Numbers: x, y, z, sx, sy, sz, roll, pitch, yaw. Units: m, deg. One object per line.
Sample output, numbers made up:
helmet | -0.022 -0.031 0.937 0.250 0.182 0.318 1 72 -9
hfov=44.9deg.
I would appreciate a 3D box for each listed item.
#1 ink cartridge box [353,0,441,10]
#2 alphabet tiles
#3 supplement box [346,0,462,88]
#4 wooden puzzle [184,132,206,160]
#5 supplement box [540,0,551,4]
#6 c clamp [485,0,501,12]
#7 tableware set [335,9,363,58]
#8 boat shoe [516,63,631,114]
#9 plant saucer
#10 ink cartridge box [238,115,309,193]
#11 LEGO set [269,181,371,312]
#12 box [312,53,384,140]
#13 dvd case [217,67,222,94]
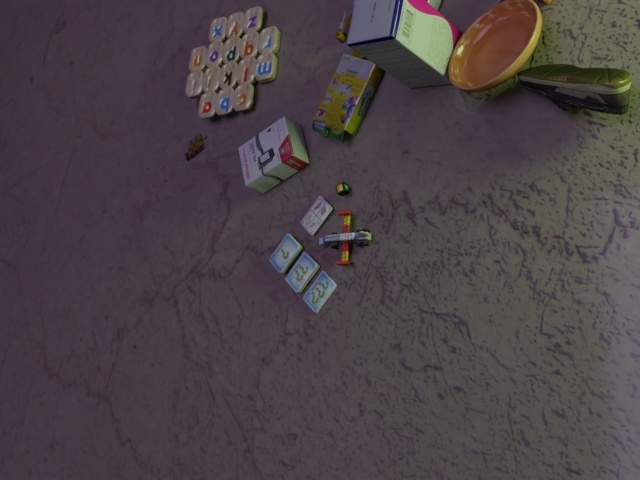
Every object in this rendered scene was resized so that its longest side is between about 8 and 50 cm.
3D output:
ink cartridge box | 0.188 -0.578 1.630 0.206 0.045 0.208 21 89 43
alphabet tiles | -0.221 -0.441 1.934 0.284 0.021 0.277 -5 73 33
supplement box | 0.164 -0.384 1.469 0.114 0.220 0.111 2 77 42
wooden puzzle | -0.320 -0.242 1.980 0.083 0.006 0.049 -34 57 28
supplement box | 0.436 -0.550 1.387 0.078 0.080 0.233 41 102 38
c clamp | 0.347 -0.536 1.495 0.137 0.022 0.160 -33 58 29
tableware set | 0.094 -0.443 1.684 0.154 0.024 0.104 25 96 41
boat shoe | 0.422 -0.252 1.304 0.224 0.080 0.073 24 134 54
plant saucer | 0.323 -0.352 1.415 0.200 0.037 0.199 -34 39 32
ink cartridge box | -0.107 -0.191 1.744 0.151 0.063 0.109 -29 59 30
LEGO set | 0.000 0.000 1.598 0.244 0.060 0.182 -53 54 14
box | 0.056 -0.301 1.655 0.105 0.043 0.179 29 93 42
dvd case | -0.255 -0.427 1.980 0.087 0.013 0.119 -2 73 40
